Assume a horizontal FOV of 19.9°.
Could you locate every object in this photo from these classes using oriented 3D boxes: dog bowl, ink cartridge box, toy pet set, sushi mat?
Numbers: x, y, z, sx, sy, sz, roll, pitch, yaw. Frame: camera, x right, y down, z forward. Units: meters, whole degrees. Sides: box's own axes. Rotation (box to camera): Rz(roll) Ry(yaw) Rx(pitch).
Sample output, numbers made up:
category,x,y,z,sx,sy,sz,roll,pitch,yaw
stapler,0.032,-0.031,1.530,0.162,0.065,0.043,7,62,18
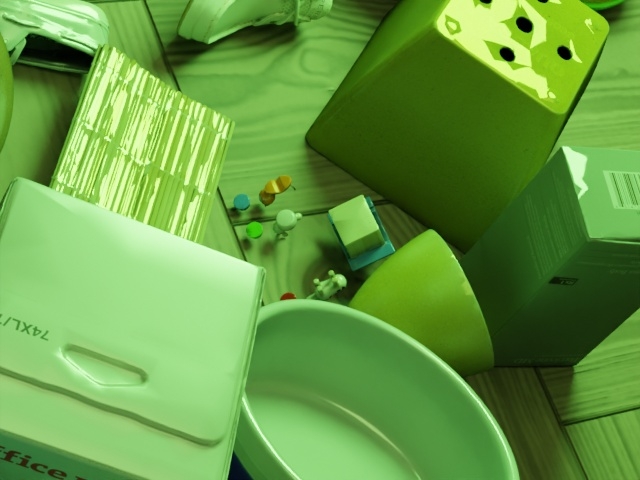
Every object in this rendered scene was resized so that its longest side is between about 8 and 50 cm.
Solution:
category,x,y,z,sx,sy,sz,roll,pitch,yaw
dog bowl,0.022,0.175,1.445,0.265,0.104,0.265,24,31,-16
ink cartridge box,-0.188,0.128,1.318,0.198,0.270,0.197,21,53,-14
toy pet set,0.000,0.000,1.643,0.114,0.065,0.122,-25,66,1
sushi mat,-0.167,-0.017,1.561,0.151,0.019,0.317,33,50,-26

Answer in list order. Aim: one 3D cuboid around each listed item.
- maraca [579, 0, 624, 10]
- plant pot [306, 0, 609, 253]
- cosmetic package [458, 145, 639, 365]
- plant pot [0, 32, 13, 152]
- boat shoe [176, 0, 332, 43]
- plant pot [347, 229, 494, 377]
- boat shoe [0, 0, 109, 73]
category,x,y,z,sx,sy,sz,roll,pitch,yaw
maraca,0.279,-0.298,1.935,0.185,0.099,0.127,-40,85,-13
plant pot,0.149,-0.150,1.715,0.212,0.187,0.212,35,51,-3
cosmetic package,0.220,0.019,1.614,0.127,0.238,0.107,1,57,-23
plant pot,-0.355,-0.113,1.448,0.236,0.032,0.236,-6,103,-25
boat shoe,-0.027,-0.253,1.750,0.096,0.098,0.277,43,50,5
plant pot,0.080,0.071,1.593,0.095,0.134,0.134,-24,71,-7
boat shoe,-0.274,-0.182,1.611,0.184,0.066,0.063,11,55,-32
